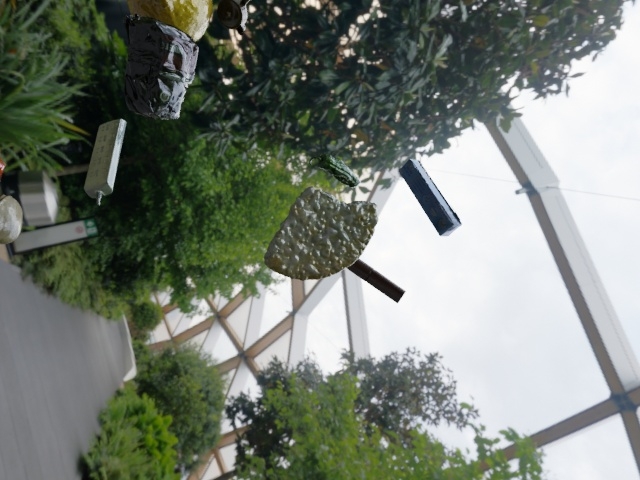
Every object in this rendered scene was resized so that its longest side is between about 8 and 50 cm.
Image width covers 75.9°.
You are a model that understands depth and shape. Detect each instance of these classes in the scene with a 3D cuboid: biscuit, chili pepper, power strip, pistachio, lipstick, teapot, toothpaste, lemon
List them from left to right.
[{"bbox_3d":[-0.827,-0.054,1.049,0.113,0.112,0.149,119,-36,-55],"label":"pistachio"},{"bbox_3d":[-0.491,-0.187,0.938,0.027,0.060,0.253,62,18,-57],"label":"power strip"},{"bbox_3d":[-0.340,-0.545,0.928,0.257,0.188,0.189,-114,-158,-53],"label":"lemon"},{"bbox_3d":[-0.190,-0.556,0.993,0.110,0.080,0.085,-25,-65,31],"label":"teapot"},{"bbox_3d":[0.002,-0.019,0.838,0.188,0.265,0.040,70,-15,-11],"label":"biscuit"},{"bbox_3d":[0.072,-0.277,1.646,0.100,0.256,0.074,23,-96,49],"label":"chili pepper"},{"bbox_3d":[0.131,0.092,1.410,0.356,0.057,0.057,34,-40,16],"label":"lipstick"},{"bbox_3d":[0.343,-0.140,1.296,0.066,0.053,0.273,-50,-124,39],"label":"toothpaste"}]

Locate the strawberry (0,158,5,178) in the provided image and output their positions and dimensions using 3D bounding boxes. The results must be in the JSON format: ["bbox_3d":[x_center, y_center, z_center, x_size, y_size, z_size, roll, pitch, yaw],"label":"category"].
[{"bbox_3d":[-0.664,-0.212,0.676,0.307,0.137,0.233,55,-18,18],"label":"strawberry"}]

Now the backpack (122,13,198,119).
[{"bbox_3d":[-0.282,-0.299,0.728,0.105,0.120,0.165,16,-70,17],"label":"backpack"}]
